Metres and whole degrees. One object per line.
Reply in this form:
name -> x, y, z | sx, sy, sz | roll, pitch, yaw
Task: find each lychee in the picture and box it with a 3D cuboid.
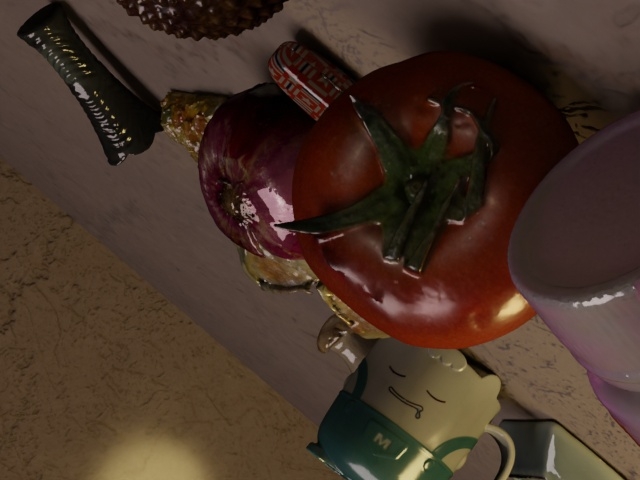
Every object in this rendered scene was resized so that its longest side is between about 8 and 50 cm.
lychee -> -0.104, -0.251, 1.070 | 0.188, 0.188, 0.188 | 36, 165, 11

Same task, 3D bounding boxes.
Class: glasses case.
glasses case -> 0.029, -0.138, 1.327 | 0.194, 0.049, 0.073 | 40, 166, -6

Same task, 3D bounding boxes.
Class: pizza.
pizza -> -0.153, -0.139, 1.756 | 0.197, 0.058, 0.292 | 37, 166, 10

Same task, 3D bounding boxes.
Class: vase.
vase -> -0.336, -0.234, 1.842 | 0.115, 0.115, 0.237 | 18, 149, 54

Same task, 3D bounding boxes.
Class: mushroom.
mushroom -> 0.089, 0.212, 2.182 | 0.212, 0.088, 0.097 | 47, 155, -9

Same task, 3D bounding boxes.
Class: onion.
onion -> -0.044, -0.088, 1.430 | 0.200, 0.200, 0.207 | 51, -172, -40

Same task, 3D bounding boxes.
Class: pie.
pie -> 0.027, 0.027, 1.661 | 0.337, 0.075, 0.337 | 18, 152, 10

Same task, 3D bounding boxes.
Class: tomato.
tomato -> 0.103, -0.034, 1.087 | 0.255, 0.256, 0.224 | 34, -178, 16

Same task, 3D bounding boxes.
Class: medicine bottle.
medicine bottle -> 0.329, 0.093, 0.966 | 0.388, 0.219, 0.219 | 44, 165, -26

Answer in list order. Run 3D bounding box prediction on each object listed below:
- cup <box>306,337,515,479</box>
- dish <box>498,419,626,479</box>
cup -> 0.158, 0.297, 1.953 | 0.289, 0.258, 0.219 | 35, 171, 12
dish -> 0.370, 0.369, 1.992 | 0.182, 0.080, 0.243 | 39, 167, -4
